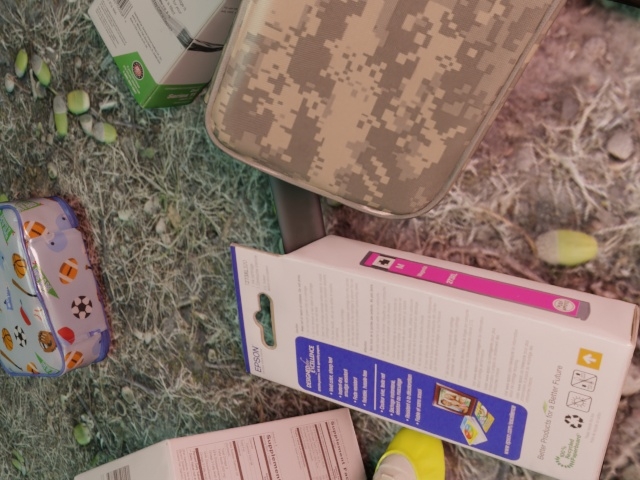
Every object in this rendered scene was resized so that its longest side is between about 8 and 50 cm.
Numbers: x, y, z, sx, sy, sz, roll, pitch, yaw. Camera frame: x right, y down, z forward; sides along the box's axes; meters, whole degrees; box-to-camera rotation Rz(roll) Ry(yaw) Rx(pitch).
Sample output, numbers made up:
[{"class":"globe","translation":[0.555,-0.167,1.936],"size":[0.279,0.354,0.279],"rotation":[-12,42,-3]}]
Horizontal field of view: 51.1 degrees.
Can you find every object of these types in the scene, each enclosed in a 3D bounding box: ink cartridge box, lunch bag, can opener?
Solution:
[{"class":"ink cartridge box","translation":[0.090,0.102,0.644],"size":[0.371,0.069,0.175],"rotation":[12,125,22]},{"class":"lunch bag","translation":[-0.473,0.070,1.094],"size":[0.243,0.115,0.303],"rotation":[-7,98,40]},{"class":"can opener","translation":[0.000,0.000,0.709],"size":[0.093,0.074,0.280],"rotation":[-14,123,2]},{"class":"ink cartridge box","translation":[-0.164,-0.279,0.786],"size":[0.208,0.087,0.153],"rotation":[-36,79,38]},{"class":"lunch bag","translation":[0.057,-0.211,0.541],"size":[0.213,0.256,0.305],"rotation":[20,121,-10]}]

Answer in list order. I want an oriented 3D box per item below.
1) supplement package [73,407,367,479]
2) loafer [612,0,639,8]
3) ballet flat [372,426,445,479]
[{"class":"supplement package","translation":[-0.097,0.320,0.750],"size":[0.199,0.263,0.198],"rotation":[-30,67,38]},{"class":"loafer","translation":[0.271,-0.193,0.486],"size":[0.220,0.078,0.080],"rotation":[22,114,31]},{"class":"ballet flat","translation":[0.074,0.297,0.694],"size":[0.077,0.077,0.231],"rotation":[0,70,46]}]
